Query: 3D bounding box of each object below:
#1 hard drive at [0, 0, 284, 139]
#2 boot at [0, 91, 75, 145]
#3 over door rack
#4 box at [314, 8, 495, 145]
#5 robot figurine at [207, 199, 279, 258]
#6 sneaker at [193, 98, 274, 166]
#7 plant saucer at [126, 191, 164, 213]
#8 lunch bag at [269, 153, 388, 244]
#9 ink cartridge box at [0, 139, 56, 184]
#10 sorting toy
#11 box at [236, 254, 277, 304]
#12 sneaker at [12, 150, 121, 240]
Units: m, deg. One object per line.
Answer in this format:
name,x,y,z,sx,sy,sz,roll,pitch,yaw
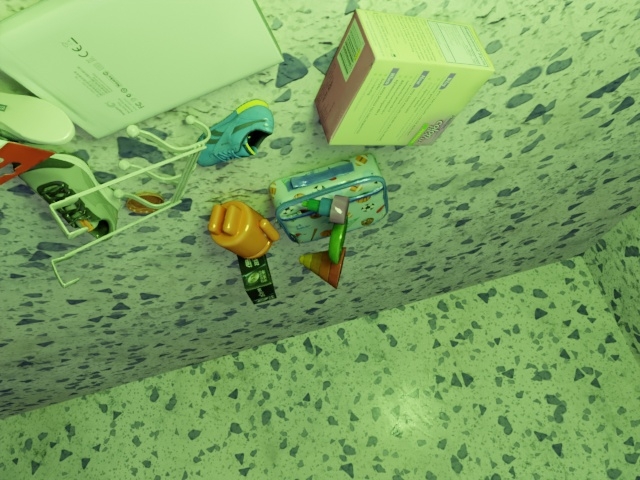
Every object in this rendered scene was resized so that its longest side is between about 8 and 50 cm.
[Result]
hard drive,-0.259,-0.286,0.694,0.353,0.047,0.233,-19,157,10
boot,-0.465,-0.179,0.726,0.190,0.069,0.086,20,159,-1
over door rack,-0.362,-0.086,0.857,0.324,0.108,0.239,-48,-177,-37
box,0.144,-0.286,0.864,0.243,0.117,0.213,-4,154,-23
robot figurine,-0.201,-0.024,1.221,0.158,0.128,0.219,-34,154,8
sneaker,-0.175,-0.190,0.924,0.209,0.082,0.069,-28,156,29
plant saucer,-0.407,-0.089,1.089,0.084,0.013,0.083,-13,158,-5
lunch bag,0.020,-0.102,1.213,0.304,0.114,0.243,-18,155,2
ink cartridge box,-0.542,-0.097,0.672,0.189,0.066,0.232,-20,165,21
sorting toy,0.000,0.000,1.198,0.126,0.127,0.365,12,149,8
box,-0.195,0.080,1.396,0.078,0.180,0.147,-15,158,-5
sneaker,-0.487,-0.085,0.931,0.101,0.107,0.271,-16,156,6
